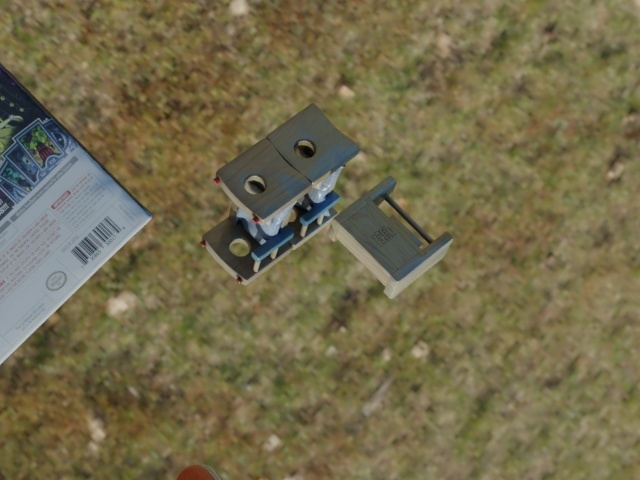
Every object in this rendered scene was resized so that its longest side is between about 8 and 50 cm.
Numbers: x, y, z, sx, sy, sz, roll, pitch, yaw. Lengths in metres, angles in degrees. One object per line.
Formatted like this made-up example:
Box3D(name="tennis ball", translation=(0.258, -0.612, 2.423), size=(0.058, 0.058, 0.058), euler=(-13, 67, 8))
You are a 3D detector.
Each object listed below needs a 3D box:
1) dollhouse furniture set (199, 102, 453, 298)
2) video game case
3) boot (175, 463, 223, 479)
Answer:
Box3D(name="dollhouse furniture set", translation=(0.000, 0.000, 1.285), size=(0.129, 0.183, 0.129), euler=(-37, 163, -27))
Box3D(name="video game case", translation=(-0.285, -0.013, 1.083), size=(0.232, 0.042, 0.210), euler=(-45, 101, -3))
Box3D(name="boot", translation=(-0.130, 0.271, 1.348), size=(0.059, 0.158, 0.085), euler=(-32, 129, 20))
